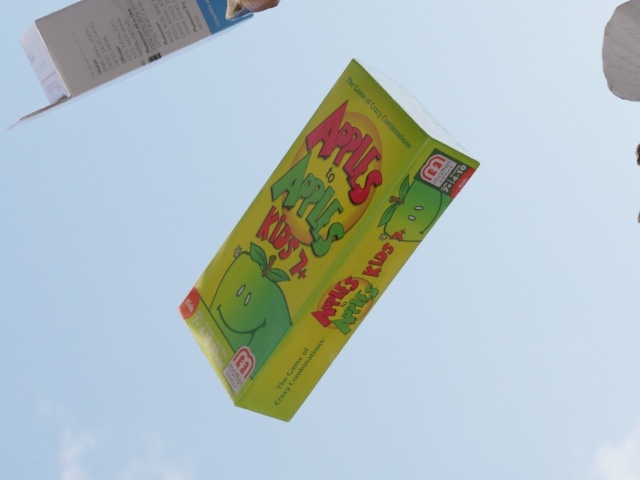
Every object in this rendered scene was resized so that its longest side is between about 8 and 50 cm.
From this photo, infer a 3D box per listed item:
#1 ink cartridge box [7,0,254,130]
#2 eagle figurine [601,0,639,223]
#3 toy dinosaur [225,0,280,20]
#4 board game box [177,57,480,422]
[{"bbox_3d":[-0.148,-0.143,1.061,0.180,0.104,0.060,-26,-82,-15],"label":"ink cartridge box"},{"bbox_3d":[0.355,-0.066,1.103,0.225,0.226,0.298,-14,-153,-7],"label":"eagle figurine"},{"bbox_3d":[0.028,-0.261,0.729,0.127,0.295,0.200,4,-156,-6],"label":"toy dinosaur"},{"bbox_3d":[0.000,0.000,0.829,0.043,0.181,0.092,23,-161,-38],"label":"board game box"}]
